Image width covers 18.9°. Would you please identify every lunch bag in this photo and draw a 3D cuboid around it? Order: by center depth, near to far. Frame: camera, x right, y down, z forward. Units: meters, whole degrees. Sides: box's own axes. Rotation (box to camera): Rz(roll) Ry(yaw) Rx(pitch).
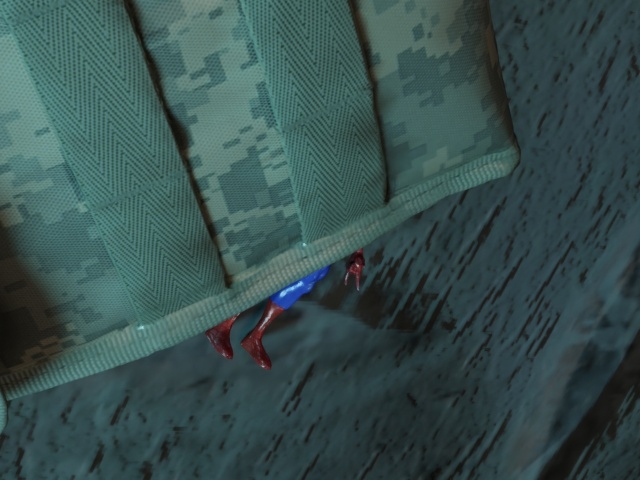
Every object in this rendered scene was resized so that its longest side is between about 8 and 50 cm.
[{"bbox_3d":[-0.112,-0.069,0.499,0.287,0.169,0.235,-26,141,-9],"label":"lunch bag"}]

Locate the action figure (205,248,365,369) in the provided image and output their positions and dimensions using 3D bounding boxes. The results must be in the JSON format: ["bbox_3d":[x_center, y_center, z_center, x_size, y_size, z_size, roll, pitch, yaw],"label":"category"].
[{"bbox_3d":[0.000,0.000,0.756,0.038,0.030,0.115,22,107,-42],"label":"action figure"}]
